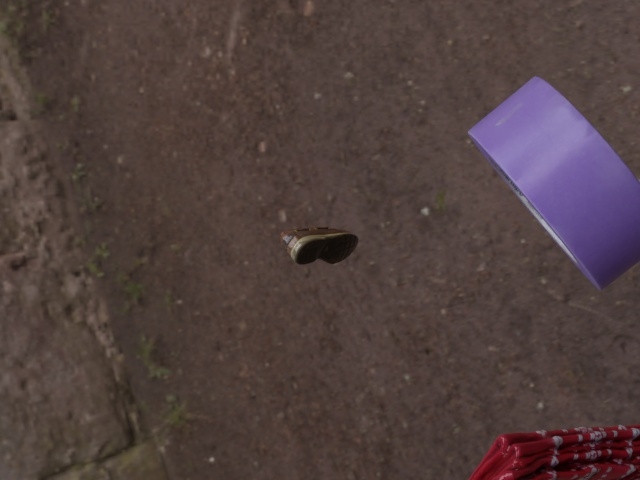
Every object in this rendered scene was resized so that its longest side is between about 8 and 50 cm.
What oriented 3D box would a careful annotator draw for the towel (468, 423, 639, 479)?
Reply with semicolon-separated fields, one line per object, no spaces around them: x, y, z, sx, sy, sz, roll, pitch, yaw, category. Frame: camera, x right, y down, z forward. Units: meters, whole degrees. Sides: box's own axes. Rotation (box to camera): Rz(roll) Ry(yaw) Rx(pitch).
0.162;0.180;0.578;0.031;0.275;0.198;59;134;41;towel

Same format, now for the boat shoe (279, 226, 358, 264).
0.000;0.000;1.668;0.060;0.178;0.064;41;114;29;boat shoe

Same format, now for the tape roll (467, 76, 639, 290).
0.223;-0.052;0.882;0.080;0.189;0.189;-41;63;9;tape roll
